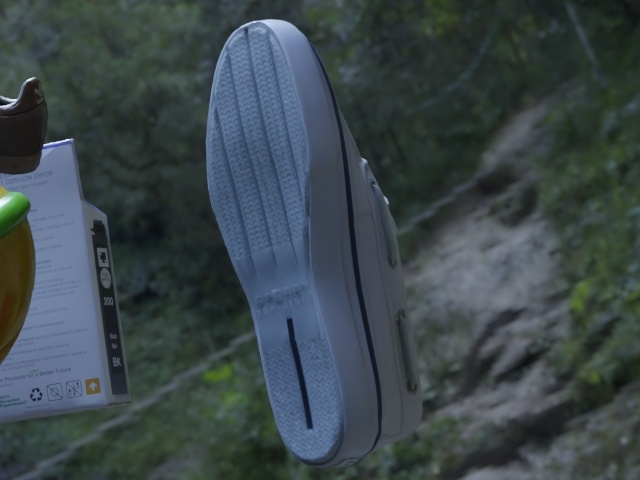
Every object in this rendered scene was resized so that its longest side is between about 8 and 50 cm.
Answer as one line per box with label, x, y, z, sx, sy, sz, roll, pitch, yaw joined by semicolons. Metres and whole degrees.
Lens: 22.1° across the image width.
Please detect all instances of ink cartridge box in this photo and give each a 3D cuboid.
ink cartridge box;-0.261;0.041;1.284;0.206;0.208;0.045;-10;-5;18

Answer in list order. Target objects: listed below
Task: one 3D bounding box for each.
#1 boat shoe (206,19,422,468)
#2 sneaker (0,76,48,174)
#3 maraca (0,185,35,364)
boat shoe;0.000;0.000;0.837;0.076;0.226;0.083;-9;2;-45
sneaker;-0.282;-0.107;1.168;0.188;0.071;0.066;16;18;4
maraca;-0.178;0.025;0.663;0.127;0.099;0.186;-37;8;-29
